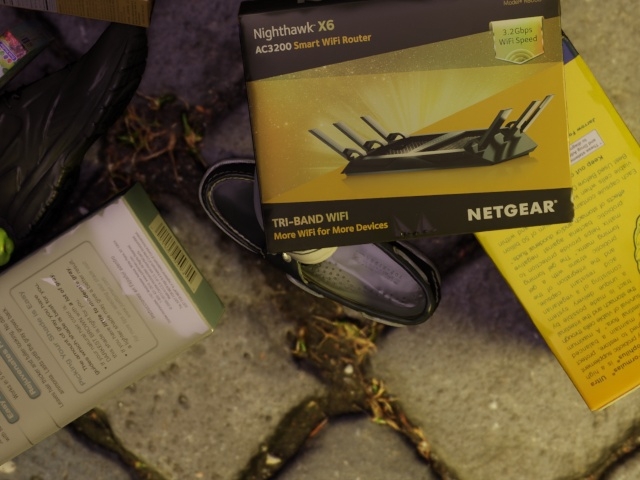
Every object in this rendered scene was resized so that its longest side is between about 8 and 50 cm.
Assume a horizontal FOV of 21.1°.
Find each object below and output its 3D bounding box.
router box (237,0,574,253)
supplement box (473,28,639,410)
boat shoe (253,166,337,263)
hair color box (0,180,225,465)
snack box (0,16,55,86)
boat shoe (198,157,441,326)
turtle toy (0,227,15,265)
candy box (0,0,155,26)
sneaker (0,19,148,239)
[{"bbox_3d":[0.085,-0.126,1.684,0.309,0.081,0.242,-7,107,2],"label":"router box"},{"bbox_3d":[0.273,-0.032,1.851,0.195,0.194,0.356,-33,98,10],"label":"supplement box"},{"bbox_3d":[0.002,-0.147,1.882,0.136,0.156,0.367,-1,73,8],"label":"boat shoe"},{"bbox_3d":[-0.317,0.113,1.965,0.374,0.113,0.185,-32,97,9],"label":"hair color box"},{"bbox_3d":[-0.350,-0.194,1.888,0.100,0.141,0.037,-42,97,11],"label":"snack box"},{"bbox_3d":[0.000,0.000,1.928,0.303,0.091,0.114,23,103,-1],"label":"boat shoe"},{"bbox_3d":[-0.395,0.007,1.955,0.066,0.130,0.095,-11,100,-34],"label":"turtle toy"},{"bbox_3d":[-0.267,-0.302,1.878,0.187,0.053,0.109,10,60,1],"label":"candy box"},{"bbox_3d":[-0.299,-0.142,1.918,0.130,0.109,0.286,36,100,3],"label":"sneaker"}]
